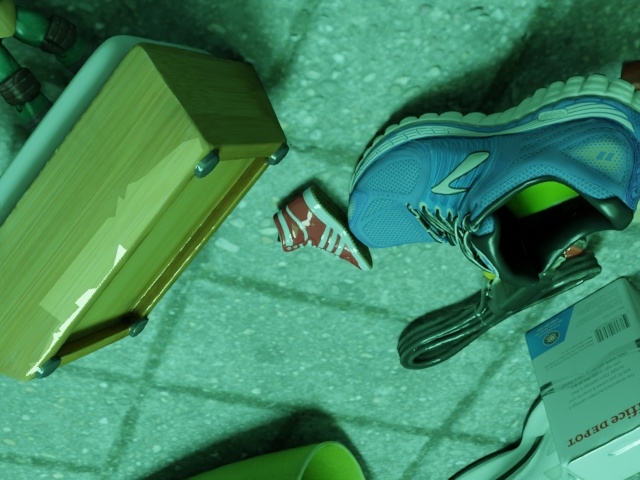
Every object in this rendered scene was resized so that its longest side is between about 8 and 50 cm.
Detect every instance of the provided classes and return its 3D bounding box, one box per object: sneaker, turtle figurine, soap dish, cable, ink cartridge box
[{"bbox_3d":[0.139,-0.036,0.876,0.130,0.147,0.330,36,148,-30],"label":"sneaker"},{"bbox_3d":[0.000,0.000,1.012,0.067,0.042,0.118,-31,121,17],"label":"sneaker"},{"bbox_3d":[-0.264,-0.185,0.764,0.234,0.118,0.175,44,76,-35],"label":"turtle figurine"},{"bbox_3d":[-0.164,-0.024,0.810,0.118,0.229,0.291,42,105,8],"label":"soap dish"},{"bbox_3d":[0.198,0.056,1.099,0.139,0.072,0.287,3,148,-32],"label":"cable"},{"bbox_3d":[0.325,0.350,1.232,0.169,0.257,0.447,20,128,-23],"label":"sneaker"},{"bbox_3d":[0.323,0.158,1.094,0.139,0.191,0.082,-35,127,26],"label":"ink cartridge box"}]

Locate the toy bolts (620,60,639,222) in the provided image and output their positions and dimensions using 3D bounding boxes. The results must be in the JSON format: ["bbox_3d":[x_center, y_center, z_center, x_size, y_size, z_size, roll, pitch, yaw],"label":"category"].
[{"bbox_3d":[0.372,-0.051,0.910,0.228,0.218,0.158,8,141,11],"label":"toy bolts"}]

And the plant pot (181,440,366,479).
[{"bbox_3d":[-0.112,0.405,1.266,0.293,0.275,0.275,-8,136,24],"label":"plant pot"}]
